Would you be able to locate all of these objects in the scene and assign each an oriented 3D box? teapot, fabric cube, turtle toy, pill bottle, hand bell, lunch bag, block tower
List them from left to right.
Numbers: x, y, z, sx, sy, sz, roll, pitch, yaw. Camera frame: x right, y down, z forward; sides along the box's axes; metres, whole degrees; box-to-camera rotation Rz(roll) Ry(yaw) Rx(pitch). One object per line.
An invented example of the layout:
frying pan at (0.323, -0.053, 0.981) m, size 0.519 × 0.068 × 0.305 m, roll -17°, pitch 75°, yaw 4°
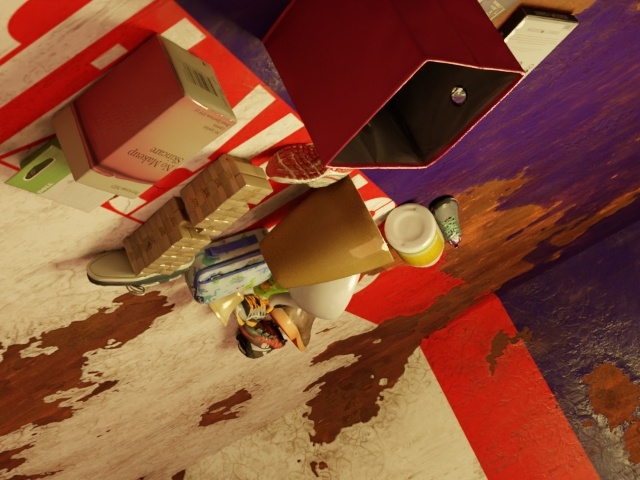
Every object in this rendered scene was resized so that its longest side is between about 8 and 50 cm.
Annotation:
block tower at (-0.253, -0.047, 1.733) m, size 0.335 × 0.090 × 0.097 m, roll -36°, pitch 156°, yaw 25°
lunch bag at (-0.213, 0.059, 2.031) m, size 0.219 × 0.090 × 0.176 m, roll -18°, pitch 154°, yaw -22°
hand bell at (-0.181, 0.100, 2.173) m, size 0.242 × 0.126 × 0.126 m, roll -35°, pitch 160°, yaw -7°
turtle toy at (-0.123, 0.115, 2.284) m, size 0.130 × 0.066 × 0.095 m, roll -30°, pitch 135°, yaw 17°
teapot at (-0.010, 0.064, 2.139) m, size 0.187 × 0.255 × 0.252 m, roll 21°, pitch 170°, yaw -10°
fabric cube at (0.111, -0.289, 1.356) m, size 0.259 × 0.258 × 0.254 m, roll -4°, pitch 149°, yaw -43°
pill bottle at (0.266, -0.004, 2.351) m, size 0.136 × 0.136 × 0.246 m, roll -29°, pitch 158°, yaw 7°

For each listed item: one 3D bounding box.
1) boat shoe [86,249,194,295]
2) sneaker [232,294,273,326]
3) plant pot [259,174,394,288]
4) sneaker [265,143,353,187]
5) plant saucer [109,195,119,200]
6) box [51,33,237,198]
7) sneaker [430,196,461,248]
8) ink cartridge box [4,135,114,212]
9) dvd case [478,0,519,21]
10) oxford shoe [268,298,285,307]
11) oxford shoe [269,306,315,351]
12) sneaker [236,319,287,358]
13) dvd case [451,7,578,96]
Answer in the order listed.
boat shoe at (-0.391, 0.064, 1.841) m, size 0.255 × 0.095 × 0.079 m, roll -17°, pitch 147°, yaw -46°
sneaker at (-0.195, 0.182, 2.353) m, size 0.083 × 0.084 × 0.215 m, roll -31°, pitch 168°, yaw 7°
plant pot at (0.000, 0.000, 1.923) m, size 0.254 × 0.237 × 0.237 m, roll -27°, pitch 159°, yaw 4°
sneaker at (-0.021, -0.143, 1.777) m, size 0.225 × 0.088 × 0.093 m, roll -7°, pitch 153°, yaw -40°
plant saucer at (-0.393, -0.098, 1.565) m, size 0.084 × 0.013 × 0.083 m, roll -23°, pitch 159°, yaw -10°
box at (-0.275, -0.187, 1.336) m, size 0.232 × 0.126 × 0.149 m, roll -34°, pitch 158°, yaw 19°
sneaker at (0.371, -0.049, 2.416) m, size 0.083 × 0.098 × 0.223 m, roll -28°, pitch 159°, yaw 5°
ink cartridge box at (-0.420, -0.120, 1.417) m, size 0.109 × 0.062 × 0.209 m, roll -32°, pitch 158°, yaw 15°
dvd case at (0.262, -0.413, 1.563) m, size 0.221 × 0.018 × 0.165 m, roll -35°, pitch 158°, yaw 24°
oxford shoe at (-0.045, 0.121, 2.369) m, size 0.227 × 0.082 × 0.096 m, roll -33°, pitch 162°, yaw 20°
oxford shoe at (-0.055, 0.242, 2.585) m, size 0.133 × 0.130 × 0.363 m, roll -40°, pitch 167°, yaw -6°
sneaker at (-0.199, 0.295, 2.572) m, size 0.135 × 0.097 × 0.276 m, roll -30°, pitch 160°, yaw 5°
dvd case at (0.397, -0.383, 1.770) m, size 0.179 × 0.029 × 0.238 m, roll -6°, pitch 151°, yaw -40°
